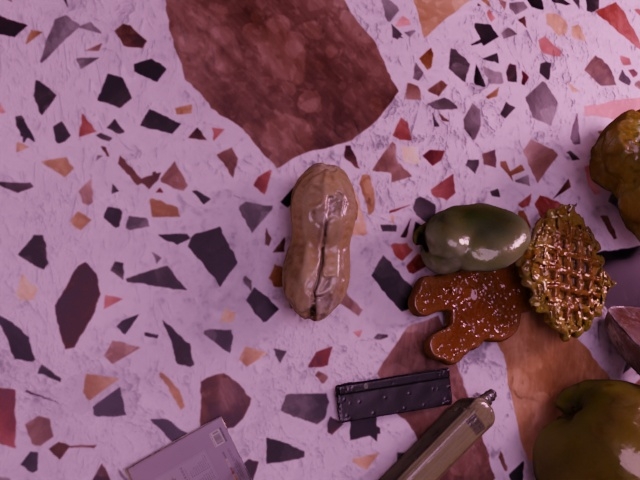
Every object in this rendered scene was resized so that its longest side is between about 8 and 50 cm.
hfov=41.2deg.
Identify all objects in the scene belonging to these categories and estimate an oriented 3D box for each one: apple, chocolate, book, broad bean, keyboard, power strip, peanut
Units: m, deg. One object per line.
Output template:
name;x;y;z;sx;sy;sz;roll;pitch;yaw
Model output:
apple;0.557;0.403;1.586;0.258;0.233;0.295;48;68;-10
chocolate;0.660;0.233;1.677;0.157;0.254;0.080;6;119;-23
book;-0.219;0.394;1.430;0.182;0.014;0.127;-27;90;-22
broad bean;0.286;-0.005;1.621;0.228;0.100;0.169;4;40;-7
keyboard;0.136;0.285;1.573;0.231;0.023;0.072;-6;89;-20
power strip;0.189;0.402;1.532;0.387;0.092;0.066;-40;96;-21
peanut;0.000;0.000;1.521;0.130;0.130;0.290;9;80;-18

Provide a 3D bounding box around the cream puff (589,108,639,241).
cream puff;0.709;-0.133;1.760;0.323;0.270;0.274;-19;121;-21

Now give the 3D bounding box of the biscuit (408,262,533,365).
biscuit;0.307;0.119;1.651;0.295;0.044;0.186;-18;90;-23

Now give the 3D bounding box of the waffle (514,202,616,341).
waffle;0.489;0.062;1.695;0.254;0.052;0.245;-45;108;-34
